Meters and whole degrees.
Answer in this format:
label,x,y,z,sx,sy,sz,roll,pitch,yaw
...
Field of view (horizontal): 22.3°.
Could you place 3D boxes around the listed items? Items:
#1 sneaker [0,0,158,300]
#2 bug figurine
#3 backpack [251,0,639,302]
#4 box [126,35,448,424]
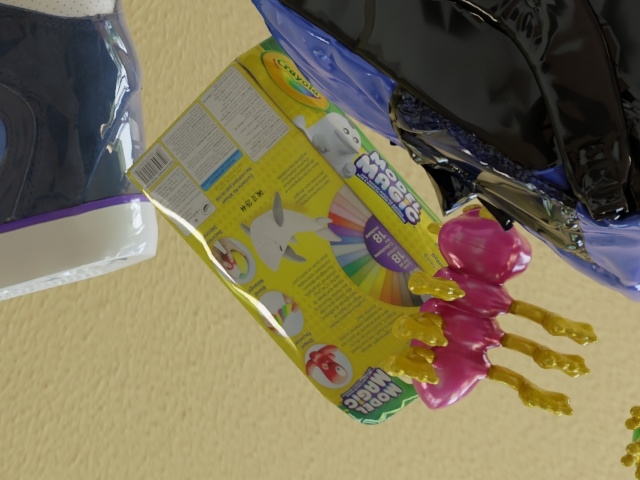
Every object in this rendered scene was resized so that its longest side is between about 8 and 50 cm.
label,x,y,z,sx,sy,sz,roll,pitch,yaw
sneaker,-0.257,-0.072,0.866,0.323,0.130,0.236,-12,-93,-5
bug figurine,0.135,-0.007,0.697,0.279,0.072,0.216,20,-86,-21
backpack,0.044,-0.051,0.356,0.120,0.101,0.098,34,-102,20
box,0.000,0.000,0.787,0.179,0.043,0.105,50,-50,0
